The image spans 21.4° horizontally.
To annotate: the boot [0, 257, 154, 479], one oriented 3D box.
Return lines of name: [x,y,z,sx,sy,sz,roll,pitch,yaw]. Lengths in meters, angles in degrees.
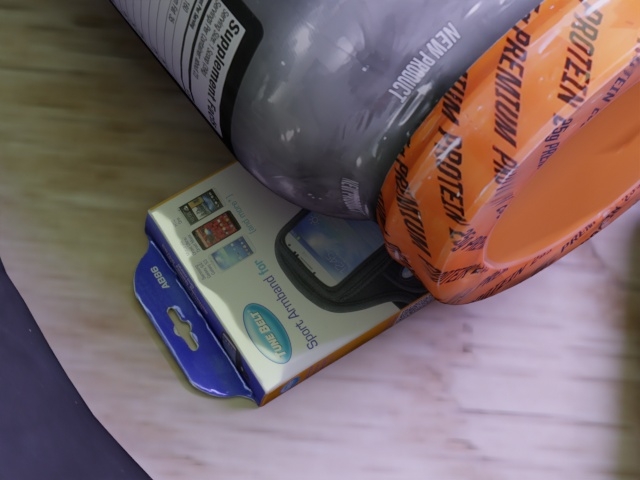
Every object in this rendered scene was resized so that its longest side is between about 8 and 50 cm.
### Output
boot: [-0.193,0.118,0.442,0.284,0.138,0.377,51,52,-7]

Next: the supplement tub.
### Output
supplement tub: [0.000,-0.144,0.568,0.194,0.193,0.316,-34,72,-17]

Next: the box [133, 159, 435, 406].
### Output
box: [0.000,0.000,0.627,0.136,0.028,0.081,-31,79,-19]
